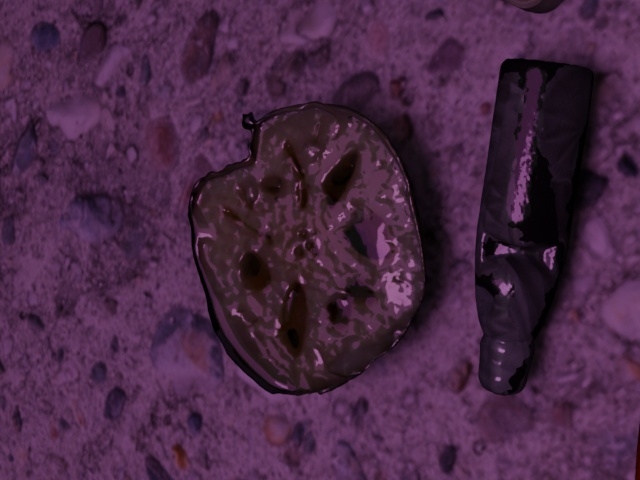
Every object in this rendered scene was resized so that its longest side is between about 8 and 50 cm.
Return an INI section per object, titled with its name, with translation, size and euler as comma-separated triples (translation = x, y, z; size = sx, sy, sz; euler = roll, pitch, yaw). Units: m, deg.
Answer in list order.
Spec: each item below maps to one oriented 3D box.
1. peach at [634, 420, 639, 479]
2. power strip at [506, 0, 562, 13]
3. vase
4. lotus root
[peach]
translation = 0.246, 0.140, 0.516
size = 0.196, 0.190, 0.226
euler = -19, 72, 30
[power strip]
translation = 0.178, -0.232, 0.673
size = 0.227, 0.029, 0.080
euler = -44, 63, 31
[vase]
translation = 0.128, -0.005, 0.699
size = 0.059, 0.060, 0.212
euler = 11, 98, 40
[lotus root]
translation = 0.001, 0.004, 0.800
size = 0.183, 0.078, 0.204
euler = -9, 88, 28
